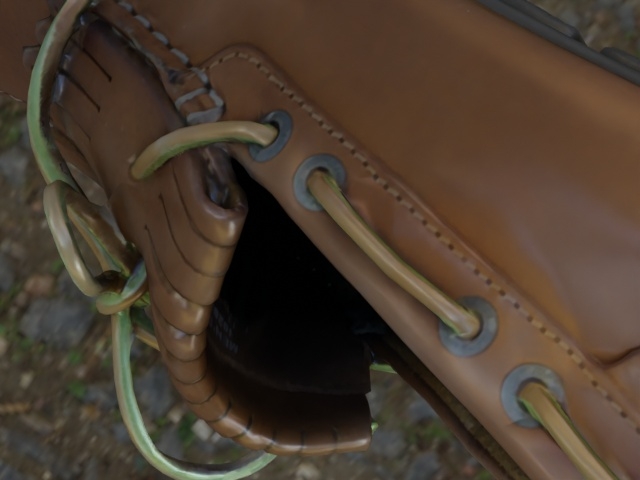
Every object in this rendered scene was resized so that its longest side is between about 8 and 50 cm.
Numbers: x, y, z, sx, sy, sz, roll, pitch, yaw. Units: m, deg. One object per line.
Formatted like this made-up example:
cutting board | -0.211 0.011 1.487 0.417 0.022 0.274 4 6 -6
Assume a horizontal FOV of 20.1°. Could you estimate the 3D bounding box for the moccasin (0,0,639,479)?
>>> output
moccasin | 0.001 0.002 0.483 0.380 0.139 0.147 34 79 34
